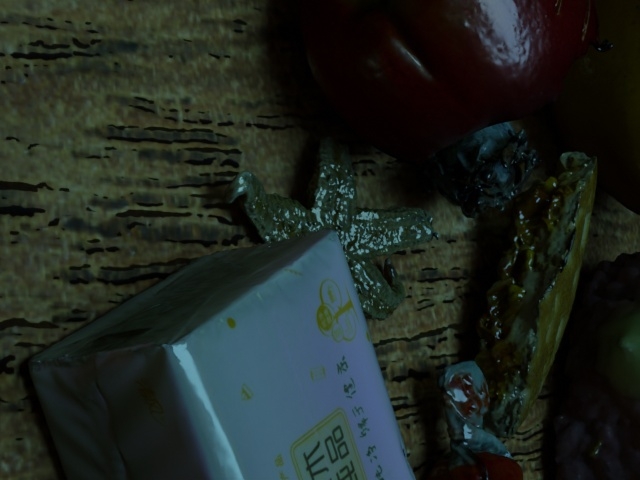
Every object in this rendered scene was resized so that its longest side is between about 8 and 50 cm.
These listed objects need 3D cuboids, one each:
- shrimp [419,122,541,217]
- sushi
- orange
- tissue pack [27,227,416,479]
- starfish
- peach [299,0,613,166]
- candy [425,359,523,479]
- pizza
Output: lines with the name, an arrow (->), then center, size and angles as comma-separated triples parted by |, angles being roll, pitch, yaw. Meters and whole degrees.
shrimp -> 0.112, -0.051, 1.268 | 0.233, 0.090, 0.079 | -47, 119, -74
sushi -> 0.306, 0.135, 1.448 | 0.236, 0.171, 0.270 | 47, 52, -39
orange -> 0.287, -0.123, 1.469 | 0.249, 0.183, 0.249 | 33, 41, -34
tissue pack -> -0.040, 0.132, 1.001 | 0.185, 0.124, 0.225 | -32, 109, -50
starfish -> 0.008, -0.002, 1.159 | 0.209, 0.053, 0.150 | 31, 55, -46
peach -> 0.096, -0.140, 1.198 | 0.226, 0.196, 0.190 | 23, 98, -48
candy -> 0.110, 0.232, 1.248 | 0.086, 0.059, 0.292 | 18, 70, -55
pizza -> 0.164, 0.039, 1.356 | 0.127, 0.058, 0.246 | 50, 54, -70
